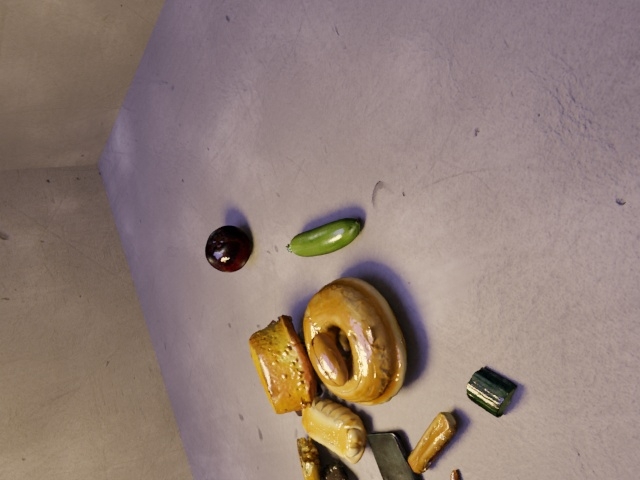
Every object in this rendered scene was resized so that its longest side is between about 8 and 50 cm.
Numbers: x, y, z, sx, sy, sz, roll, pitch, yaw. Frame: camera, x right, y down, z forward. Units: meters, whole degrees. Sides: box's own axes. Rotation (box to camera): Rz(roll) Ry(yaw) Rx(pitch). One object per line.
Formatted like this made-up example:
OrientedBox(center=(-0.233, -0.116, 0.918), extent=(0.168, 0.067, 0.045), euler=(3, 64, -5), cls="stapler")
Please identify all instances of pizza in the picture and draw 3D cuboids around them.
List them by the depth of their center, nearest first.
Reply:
OrientedBox(center=(-0.028, 0.974, 2.040), extent=(0.258, 0.087, 0.268), euler=(-134, 33, -81), cls="pizza")

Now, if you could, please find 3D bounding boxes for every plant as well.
OrientedBox(center=(0.066, 0.935, 1.967), extent=(0.092, 0.094, 0.143), euler=(48, 170, -18), cls="plant")

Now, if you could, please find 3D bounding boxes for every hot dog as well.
OrientedBox(center=(0.356, 0.642, 1.577), extent=(0.083, 0.068, 0.289), euler=(-109, 29, -47), cls="hot dog")

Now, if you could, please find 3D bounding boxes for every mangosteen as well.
OrientedBox(center=(-0.412, 0.049, 2.263), extent=(0.216, 0.216, 0.216), euler=(16, 111, 48), cls="mangosteen")

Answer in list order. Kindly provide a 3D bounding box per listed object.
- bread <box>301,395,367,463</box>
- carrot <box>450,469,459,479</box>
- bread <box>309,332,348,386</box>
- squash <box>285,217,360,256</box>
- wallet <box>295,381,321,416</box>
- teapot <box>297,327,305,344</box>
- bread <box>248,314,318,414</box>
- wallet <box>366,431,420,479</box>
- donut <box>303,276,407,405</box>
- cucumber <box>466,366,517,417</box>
OrientedBox(center=(0.051, 0.705, 1.915), extent=(0.311, 0.121, 0.173), euler=(13, 106, 48), cls="bread")
OrientedBox(center=(0.433, 0.808, 1.548), extent=(0.047, 0.047, 0.191), euler=(-23, 76, 50), cls="carrot")
OrientedBox(center=(0.020, 0.386, 1.604), extent=(0.189, 0.077, 0.114), euler=(58, 139, 20), cls="bread")
OrientedBox(center=(0.000, 0.000, 1.814), extent=(0.395, 0.107, 0.107), euler=(-16, 87, 50), cls="squash")
OrientedBox(center=(-0.092, 0.629, 2.130), extent=(0.182, 0.049, 0.229), euler=(51, 135, 26), cls="wallet")
OrientedBox(center=(-0.067, 0.385, 2.035), extent=(0.064, 0.064, 0.083), euler=(123, 156, -49), cls="teapot")
OrientedBox(center=(-0.145, 0.471, 1.896), extent=(0.337, 0.204, 0.358), euler=(142, 110, -71), cls="bread")
OrientedBox(center=(0.274, 0.818, 1.733), extent=(0.172, 0.045, 0.318), euler=(-32, 77, 48), cls="wallet")
OrientedBox(center=(0.113, 0.343, 1.693), extent=(0.449, 0.198, 0.449), euler=(14, 109, 46), cls="donut")
OrientedBox(center=(0.470, 0.430, 1.390), extent=(0.115, 0.062, 0.116), euler=(29, 119, 47), cls="cucumber")
